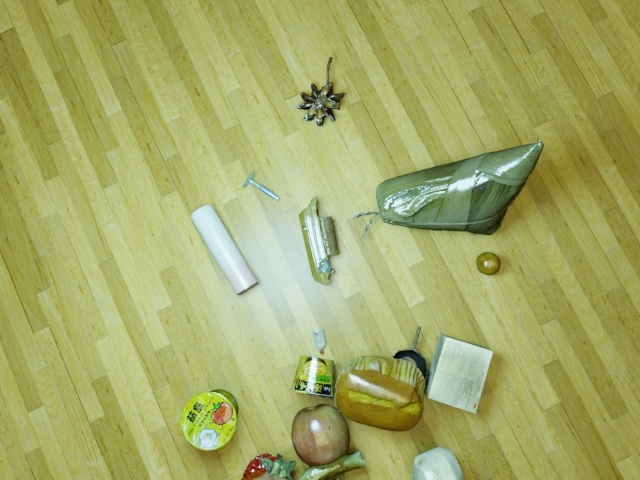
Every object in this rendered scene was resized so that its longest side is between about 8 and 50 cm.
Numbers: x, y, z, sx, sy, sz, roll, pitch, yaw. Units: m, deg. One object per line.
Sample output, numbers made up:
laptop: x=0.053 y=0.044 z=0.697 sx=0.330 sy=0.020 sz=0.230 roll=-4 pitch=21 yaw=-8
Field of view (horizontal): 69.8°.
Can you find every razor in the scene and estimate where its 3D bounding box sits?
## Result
razor: x=-0.206 y=-0.185 z=1.654 sx=0.135 sy=0.040 sz=0.068 roll=33 pitch=87 yaw=1

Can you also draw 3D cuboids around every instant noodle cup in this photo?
instant noodle cup: x=-0.354 y=0.581 z=1.528 sx=0.183 sy=0.144 sz=0.182 roll=0 pitch=84 yaw=1
instant noodle cup: x=-0.017 y=0.451 z=1.532 sx=0.152 sy=0.151 sz=0.122 roll=10 pitch=73 yaw=4

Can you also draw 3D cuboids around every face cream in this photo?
face cream: x=-0.003 y=0.351 z=1.594 sx=0.040 sy=0.021 sz=0.083 roll=-10 pitch=84 yaw=2

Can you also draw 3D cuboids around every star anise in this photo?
star anise: x=0.021 y=-0.517 z=1.651 sx=0.177 sy=0.073 sz=0.234 roll=45 pitch=104 yaw=14

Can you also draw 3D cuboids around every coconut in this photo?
coconut: x=0.374 y=0.758 z=1.468 sx=0.162 sy=0.161 sz=0.160 roll=-25 pitch=84 yaw=3

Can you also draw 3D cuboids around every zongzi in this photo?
zongzi: x=0.356 y=-0.190 z=1.418 sx=0.501 sy=0.466 sz=0.218 roll=2 pitch=63 yaw=4

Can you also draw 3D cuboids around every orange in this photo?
orange: x=0.572 y=0.079 z=1.569 sx=0.085 sy=0.085 sz=0.084 roll=0 pitch=84 yaw=3

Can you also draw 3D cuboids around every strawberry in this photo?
strawberry: x=-0.188 y=0.815 z=1.524 sx=0.175 sy=0.098 sz=0.228 roll=24 pitch=98 yaw=-11

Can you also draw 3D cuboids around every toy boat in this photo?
toy boat: x=0.000 y=0.000 z=1.596 sx=0.116 sy=0.089 sz=0.309 roll=-13 pitch=83 yaw=-1

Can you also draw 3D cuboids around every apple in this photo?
apple: x=-0.002 y=0.624 z=1.485 sx=0.189 sy=0.188 sz=0.173 roll=-15 pitch=81 yaw=1

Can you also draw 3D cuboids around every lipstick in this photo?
lipstick: x=-0.337 y=0.033 z=1.610 sx=0.087 sy=0.087 sz=0.326 roll=-32 pitch=84 yaw=-1

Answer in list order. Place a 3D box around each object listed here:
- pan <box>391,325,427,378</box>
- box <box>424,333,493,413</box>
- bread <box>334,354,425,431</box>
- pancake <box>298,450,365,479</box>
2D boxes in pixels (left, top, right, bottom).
pan: x=0.317 y=0.404 z=1.559 sx=0.128 sy=0.048 sz=0.202 roll=40 pitch=89 yaw=5
box: x=0.457 y=0.438 z=1.527 sx=0.168 sy=0.095 sz=0.211 roll=17 pitch=86 yaw=6
bread: x=0.190 y=0.490 z=1.472 sx=0.289 sy=0.156 sz=0.204 roll=12 pitch=103 yaw=12
pancake: x=0.005 y=0.836 z=1.499 sx=0.197 sy=0.054 sz=0.376 roll=41 pitch=90 yaw=-20
